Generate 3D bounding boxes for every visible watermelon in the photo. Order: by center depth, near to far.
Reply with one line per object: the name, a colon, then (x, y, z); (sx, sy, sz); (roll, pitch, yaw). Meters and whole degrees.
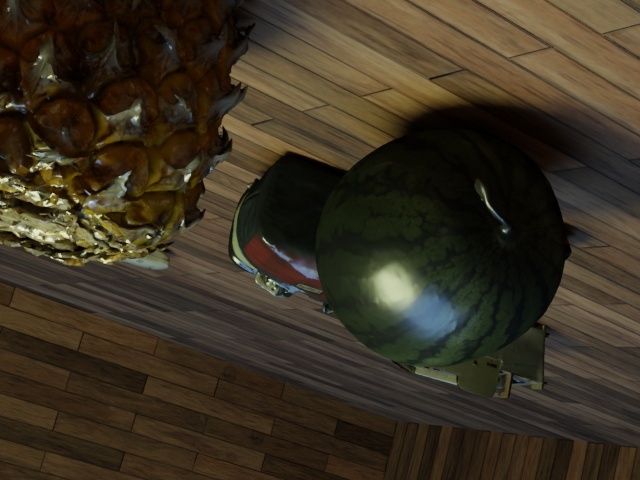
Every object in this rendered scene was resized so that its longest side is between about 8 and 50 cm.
watermelon: (0.139, 0.008, 1.440); (0.279, 0.278, 0.359); (19, 165, -16)

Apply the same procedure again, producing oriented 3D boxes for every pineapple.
pineapple: (-0.252, -0.146, 1.251); (0.352, 0.300, 0.352); (15, 160, 6)

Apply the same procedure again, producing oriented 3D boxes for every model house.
model house: (0.239, 0.202, 2.362); (0.326, 0.169, 0.244); (21, 167, -26)

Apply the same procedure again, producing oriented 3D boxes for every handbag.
handbag: (0.000, 0.000, 1.786); (0.254, 0.181, 0.181); (18, 161, -14)

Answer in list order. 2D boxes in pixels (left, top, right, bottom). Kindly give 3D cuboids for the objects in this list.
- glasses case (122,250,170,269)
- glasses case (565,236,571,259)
glasses case: (-0.407, 0.016, 2.559); (0.204, 0.051, 0.081); (20, 164, -20)
glasses case: (0.221, 0.048, 1.748); (0.267, 0.067, 0.103); (-19, 177, 10)
